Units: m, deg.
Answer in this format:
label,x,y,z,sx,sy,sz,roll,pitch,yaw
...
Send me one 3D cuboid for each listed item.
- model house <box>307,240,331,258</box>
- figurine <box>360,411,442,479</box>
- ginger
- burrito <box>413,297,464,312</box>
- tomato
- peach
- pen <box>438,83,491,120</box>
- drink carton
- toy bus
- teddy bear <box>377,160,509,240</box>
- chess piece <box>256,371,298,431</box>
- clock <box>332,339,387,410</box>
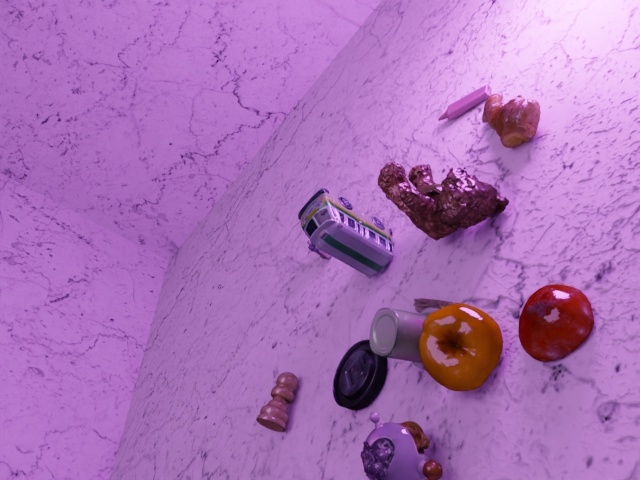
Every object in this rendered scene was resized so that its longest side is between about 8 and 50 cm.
label,x,y,z,sx,sy,sz,roll,pitch,yaw
model house,0.000,0.000,2.076,0.101,0.100,0.088,-63,24,-7
figurine,0.143,0.497,1.183,0.194,0.133,0.274,-8,66,61
ginger,0.486,-0.333,1.551,0.294,0.086,0.131,-97,21,-61
burrito,0.286,0.162,1.398,0.045,0.041,0.185,-57,24,-18
tomato,0.426,0.142,1.114,0.155,0.069,0.155,-44,26,29
peach,0.284,0.218,1.227,0.179,0.103,0.179,-9,70,27
pen,0.432,-0.409,1.805,0.197,0.032,0.053,-24,42,49
drink carton,0.197,0.215,1.347,0.144,0.142,0.146,4,82,65
toy bus,0.080,-0.015,1.727,0.133,0.276,0.165,-47,30,27
teddy bear,0.297,-0.131,1.501,0.296,0.246,0.222,65,146,29
chess piece,-0.116,0.474,1.771,0.094,0.094,0.170,-24,34,53
clock,0.102,0.349,1.537,0.184,0.040,0.184,-45,27,31
